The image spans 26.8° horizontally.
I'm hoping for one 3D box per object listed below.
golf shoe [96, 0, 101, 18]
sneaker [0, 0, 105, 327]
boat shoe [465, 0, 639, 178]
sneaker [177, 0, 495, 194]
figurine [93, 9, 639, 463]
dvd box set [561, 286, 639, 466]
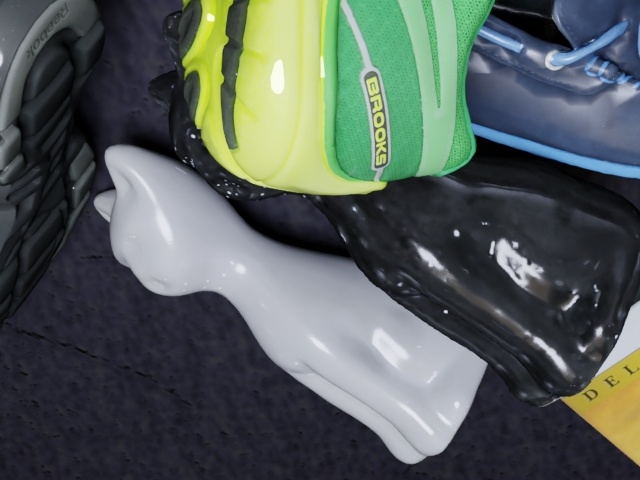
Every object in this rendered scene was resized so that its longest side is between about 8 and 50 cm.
[{"bbox_3d":[-0.178,-0.134,0.568,0.176,0.069,0.086,40,124,-19],"label":"golf shoe"},{"bbox_3d":[-0.160,-0.045,0.586,0.106,0.101,0.267,29,146,3],"label":"sneaker"},{"bbox_3d":[0.098,-0.087,0.545,0.258,0.109,0.089,6,135,-2],"label":"boat shoe"},{"bbox_3d":[0.031,-0.160,0.471,0.123,0.109,0.295,10,95,-29],"label":"sneaker"},{"bbox_3d":[0.000,0.000,0.597,0.209,0.092,0.215,30,153,-8],"label":"figurine"},{"bbox_3d":[0.354,0.087,0.669,0.420,0.062,0.307,41,117,-20],"label":"dvd box set"}]
